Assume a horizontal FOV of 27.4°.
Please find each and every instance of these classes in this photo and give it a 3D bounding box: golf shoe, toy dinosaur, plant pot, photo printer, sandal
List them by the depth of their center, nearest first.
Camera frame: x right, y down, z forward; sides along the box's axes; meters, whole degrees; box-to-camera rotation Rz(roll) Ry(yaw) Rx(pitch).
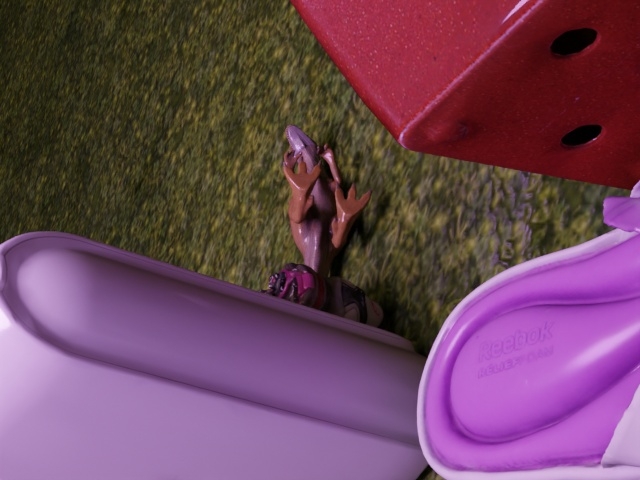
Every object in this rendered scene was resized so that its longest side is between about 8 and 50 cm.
[{"bbox_3d":[0.158,0.025,0.573,0.416,0.102,0.169,-39,41,47],"label":"sandal"},{"bbox_3d":[0.126,-0.174,0.613,0.267,0.267,0.236,-43,50,44],"label":"plant pot"},{"bbox_3d":[-0.117,0.122,0.808,0.256,0.307,0.107,-49,34,37],"label":"photo printer"},{"bbox_3d":[-0.032,0.088,0.912,0.186,0.086,0.067,-39,42,40],"label":"golf shoe"},{"bbox_3d":[0.000,0.000,0.963,0.112,0.064,0.211,99,175,-61],"label":"toy dinosaur"}]
